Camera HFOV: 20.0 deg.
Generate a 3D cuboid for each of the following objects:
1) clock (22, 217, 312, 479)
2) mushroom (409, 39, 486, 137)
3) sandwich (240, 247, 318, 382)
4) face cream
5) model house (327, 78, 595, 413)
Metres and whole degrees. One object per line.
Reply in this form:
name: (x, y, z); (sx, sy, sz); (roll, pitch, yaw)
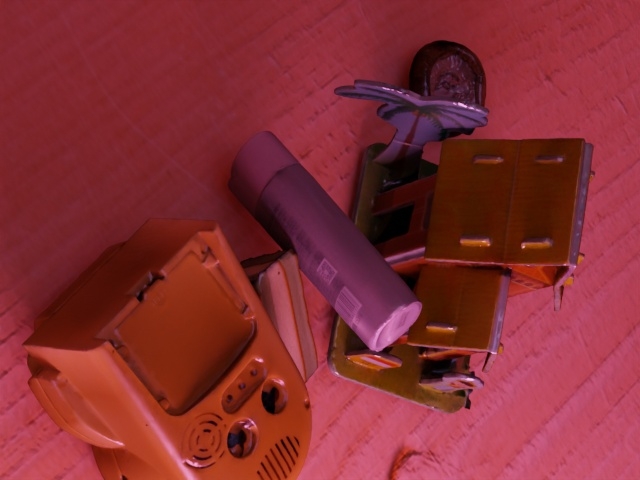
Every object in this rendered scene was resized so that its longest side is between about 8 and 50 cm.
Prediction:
clock: (-0.144, 0.161, 1.926); (0.244, 0.200, 0.317); (-45, 113, -29)
mushroom: (0.156, -0.190, 2.271); (0.123, 0.052, 0.123); (2, 86, -34)
sandwich: (-0.042, 0.099, 2.040); (0.079, 0.113, 0.163); (-41, 104, -33)
face cream: (0.000, 0.000, 2.024); (0.073, 0.107, 0.269); (-29, 67, -33)
model house: (0.141, -0.001, 2.056); (0.340, 0.324, 0.300); (22, 68, -29)
